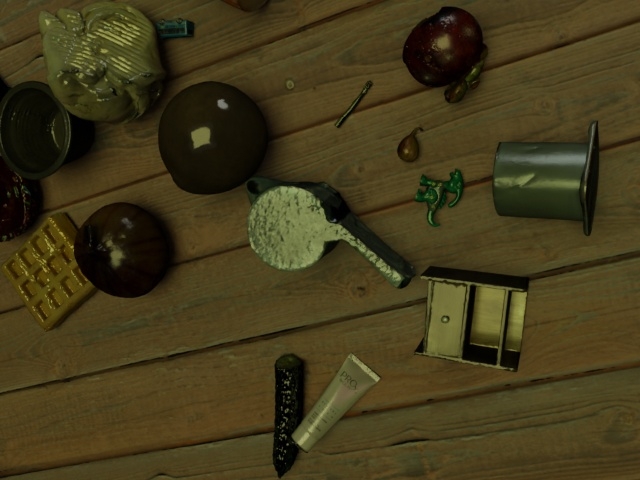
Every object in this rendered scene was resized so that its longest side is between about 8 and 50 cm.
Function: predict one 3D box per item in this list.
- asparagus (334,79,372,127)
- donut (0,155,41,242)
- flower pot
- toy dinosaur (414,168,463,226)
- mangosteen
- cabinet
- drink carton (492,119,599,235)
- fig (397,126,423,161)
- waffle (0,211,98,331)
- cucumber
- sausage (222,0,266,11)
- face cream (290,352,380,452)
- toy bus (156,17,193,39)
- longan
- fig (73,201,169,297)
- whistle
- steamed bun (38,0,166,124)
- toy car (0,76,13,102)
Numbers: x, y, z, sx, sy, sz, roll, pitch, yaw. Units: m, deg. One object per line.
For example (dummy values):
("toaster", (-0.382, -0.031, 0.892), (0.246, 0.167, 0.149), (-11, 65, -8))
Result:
("asparagus", (0.075, -0.305, 1.546), (0.127, 0.018, 0.015), (-51, 41, 13))
("donut", (-0.839, -0.109, 1.821), (0.235, 0.089, 0.235), (2, 96, 17))
("flower pot", (-0.665, -0.272, 1.715), (0.235, 0.148, 0.235), (3, 99, 21))
("toy dinosaur", (0.255, -0.095, 1.495), (0.096, 0.059, 0.132), (14, 92, 10))
("mangosteen", (0.263, -0.381, 1.414), (0.166, 0.166, 0.180), (-40, 110, 18))
("cabinet", (0.316, 0.160, 1.454), (0.215, 0.148, 0.175), (7, 98, 18))
("drink carton", (0.446, -0.112, 1.364), (0.189, 0.191, 0.185), (1, 59, 24))
("fig", (0.198, -0.211, 1.506), (0.050, 0.050, 0.083), (25, 85, 13))
("waffle", (-0.700, 0.085, 1.816), (0.248, 0.055, 0.221), (-40, 83, 17))
("cucumber", (-0.081, 0.425, 1.652), (0.072, 0.072, 0.300), (6, 100, 17))
("sausage", (-0.237, -0.657, 1.497), (0.287, 0.233, 0.233), (30, 104, 14))
("face cream", (0.028, 0.384, 1.607), (0.092, 0.058, 0.244), (40, 88, 10))
("toy bus", (-0.346, -0.504, 1.646), (0.083, 0.038, 0.046), (2, 100, 18))
("longan", (-0.242, -0.223, 1.537), (0.258, 0.258, 0.258), (2, 97, 17))
("fig", (-0.486, 0.029, 1.672), (0.235, 0.214, 0.235), (3, 120, 6))
("whistle", (0.020, -0.024, 1.520), (0.404, 0.168, 0.188), (11, 101, 12))
("steamed bun", (-0.513, -0.404, 1.627), (0.207, 0.267, 0.280), (-53, 51, 57))
("toy car", (-0.891, -0.409, 1.804), (0.108, 0.089, 0.210), (-43, 81, 18))
